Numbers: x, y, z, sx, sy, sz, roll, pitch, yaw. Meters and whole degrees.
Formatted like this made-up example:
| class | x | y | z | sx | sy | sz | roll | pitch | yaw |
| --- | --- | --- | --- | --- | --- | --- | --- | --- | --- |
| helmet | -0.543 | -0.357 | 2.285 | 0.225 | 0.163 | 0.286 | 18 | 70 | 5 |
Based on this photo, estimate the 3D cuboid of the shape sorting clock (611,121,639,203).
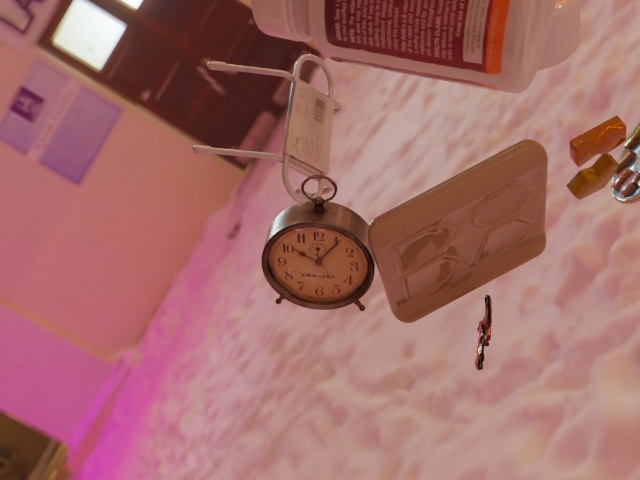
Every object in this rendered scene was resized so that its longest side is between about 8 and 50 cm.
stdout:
| class | x | y | z | sx | sy | sz | roll | pitch | yaw |
| --- | --- | --- | --- | --- | --- | --- | --- | --- | --- |
| shape sorting clock | 0.435 | -0.136 | 1.355 | 0.206 | 0.040 | 0.206 | -52 | 10 | 12 |

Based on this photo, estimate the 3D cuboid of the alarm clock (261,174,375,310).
| class | x | y | z | sx | sy | sz | roll | pitch | yaw |
| --- | --- | --- | --- | --- | --- | --- | --- | --- | --- |
| alarm clock | 0.000 | 0.000 | 1.219 | 0.064 | 0.129 | 0.192 | -79 | -8 | -47 |

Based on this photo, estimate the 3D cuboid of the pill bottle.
| class | x | y | z | sx | sy | sz | roll | pitch | yaw |
| --- | --- | --- | --- | --- | --- | --- | --- | --- | --- |
| pill bottle | 0.117 | -0.348 | 1.496 | 0.224 | 0.392 | 0.224 | 14 | -90 | -73 |

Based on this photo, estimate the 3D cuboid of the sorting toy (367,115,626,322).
| class | x | y | z | sx | sy | sz | roll | pitch | yaw |
| --- | --- | --- | --- | --- | --- | --- | --- | --- | --- |
| sorting toy | 0.202 | -0.031 | 1.220 | 0.307 | 0.041 | 0.229 | -28 | -31 | -3 |

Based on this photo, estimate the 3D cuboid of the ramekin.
| class | x | y | z | sx | sy | sz | roll | pitch | yaw |
| --- | --- | --- | --- | --- | --- | --- | --- | --- | --- |
| ramekin | 0.431 | -0.503 | 2.313 | 0.135 | 0.277 | 0.277 | 84 | -157 | -50 |

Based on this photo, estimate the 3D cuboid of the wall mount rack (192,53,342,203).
| class | x | y | z | sx | sy | sz | roll | pitch | yaw |
| --- | --- | --- | --- | --- | --- | --- | --- | --- | --- |
| wall mount rack | -0.095 | -0.239 | 2.239 | 0.130 | 0.304 | 0.350 | -20 | 55 | 45 |

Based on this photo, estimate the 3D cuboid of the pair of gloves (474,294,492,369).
| class | x | y | z | sx | sy | sz | roll | pitch | yaw |
| --- | --- | --- | --- | --- | --- | --- | --- | --- | --- |
| pair of gloves | 0.196 | 0.111 | 1.292 | 0.074 | 0.010 | 0.083 | -79 | -3 | -45 |
